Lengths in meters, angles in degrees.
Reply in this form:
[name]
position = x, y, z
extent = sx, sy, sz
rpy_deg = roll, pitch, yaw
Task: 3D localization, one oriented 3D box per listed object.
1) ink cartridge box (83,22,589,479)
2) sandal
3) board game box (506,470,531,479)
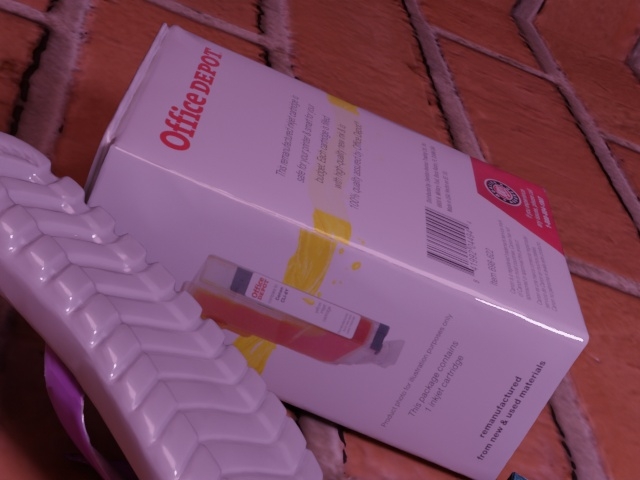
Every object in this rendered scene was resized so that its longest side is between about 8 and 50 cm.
[ink cartridge box]
position = 0.000, 0.000, 1.019
extent = 0.384, 0.160, 0.279
rpy_deg = 23, 27, -8
[sandal]
position = -0.126, 0.099, 0.797
extent = 0.416, 0.102, 0.169
rpy_deg = 51, 21, 14
[board game box]
position = 0.219, 0.256, 0.916
extent = 0.186, 0.026, 0.126
rpy_deg = 26, 26, -2
